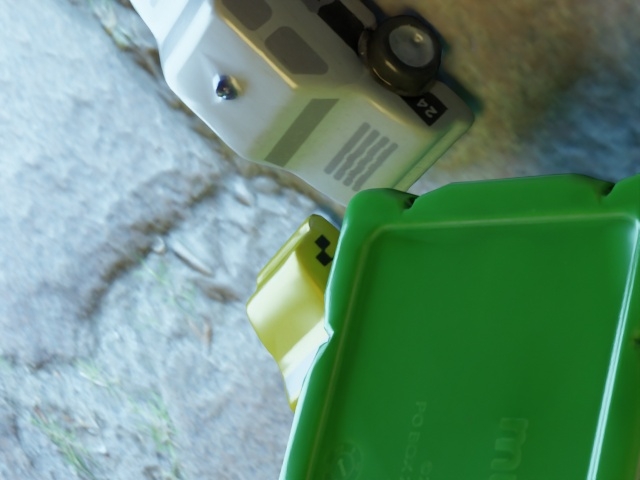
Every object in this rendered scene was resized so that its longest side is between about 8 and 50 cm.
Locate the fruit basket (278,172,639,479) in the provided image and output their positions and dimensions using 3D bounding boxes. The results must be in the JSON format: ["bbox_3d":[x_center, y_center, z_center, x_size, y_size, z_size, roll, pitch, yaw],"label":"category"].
[{"bbox_3d":[0.141,0.174,0.698,0.283,0.392,0.392,-3,123,45],"label":"fruit basket"}]

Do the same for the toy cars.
[{"bbox_3d":[0.000,0.000,0.825,0.176,0.087,0.393,8,130,38],"label":"toy cars"}]
